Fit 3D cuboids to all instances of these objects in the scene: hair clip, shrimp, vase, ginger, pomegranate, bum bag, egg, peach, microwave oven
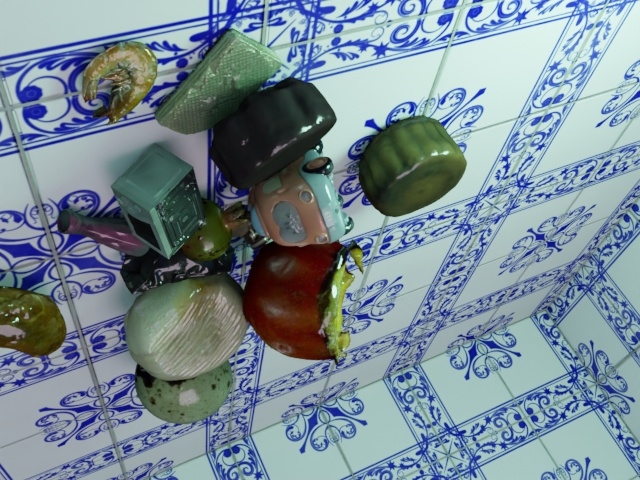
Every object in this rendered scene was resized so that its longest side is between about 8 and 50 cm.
[{"bbox_3d":[-0.183,-0.034,1.968,0.123,0.102,0.138,-31,-175,8],"label":"hair clip"},{"bbox_3d":[-0.382,-0.293,1.323,0.132,0.052,0.187,15,124,-38],"label":"shrimp"},{"bbox_3d":[-0.495,-0.023,1.638,0.086,0.086,0.214,-42,146,24],"label":"vase"},{"bbox_3d":[-0.727,0.180,1.671,0.172,0.165,0.321,-44,145,12],"label":"ginger"},{"bbox_3d":[-0.271,-0.035,1.744,0.205,0.159,0.159,-22,154,11],"label":"pomegranate"},{"bbox_3d":[-0.364,0.043,1.838,0.309,0.137,0.074,-13,-170,-32],"label":"bum bag"},{"bbox_3d":[-0.424,0.433,2.258,0.287,0.288,0.379,-36,164,13],"label":"egg"},{"bbox_3d":[-0.035,0.155,1.894,0.352,0.339,0.416,5,173,-28],"label":"peach"},{"bbox_3d":[-0.346,-0.083,1.571,0.162,0.122,0.208,-50,161,-24],"label":"microwave oven"}]

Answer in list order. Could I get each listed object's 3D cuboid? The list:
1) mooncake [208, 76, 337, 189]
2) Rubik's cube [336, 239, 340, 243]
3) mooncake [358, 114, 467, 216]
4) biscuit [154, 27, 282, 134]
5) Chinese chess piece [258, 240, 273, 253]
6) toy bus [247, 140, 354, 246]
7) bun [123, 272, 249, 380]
[{"bbox_3d":[-0.106,-0.232,1.530,0.283,0.141,0.283,-33,178,-2],"label":"mooncake"},{"bbox_3d":[0.000,0.000,2.130,0.092,0.092,0.092,-25,152,-6],"label":"Rubik's cube"},{"bbox_3d":[0.241,-0.201,1.943,0.290,0.161,0.290,-22,154,-12],"label":"mooncake"},{"bbox_3d":[-0.208,-0.307,1.450,0.252,0.052,0.150,-40,152,21],"label":"biscuit"},{"bbox_3d":[-0.143,0.036,2.120,0.084,0.034,0.084,-24,151,-14],"label":"Chinese chess piece"},{"bbox_3d":[-0.061,-0.104,1.706,0.232,0.288,0.194,-18,121,1],"label":"toy bus"},{"bbox_3d":[-0.381,0.219,2.004,0.365,0.219,0.365,-25,135,-28],"label":"bun"}]
